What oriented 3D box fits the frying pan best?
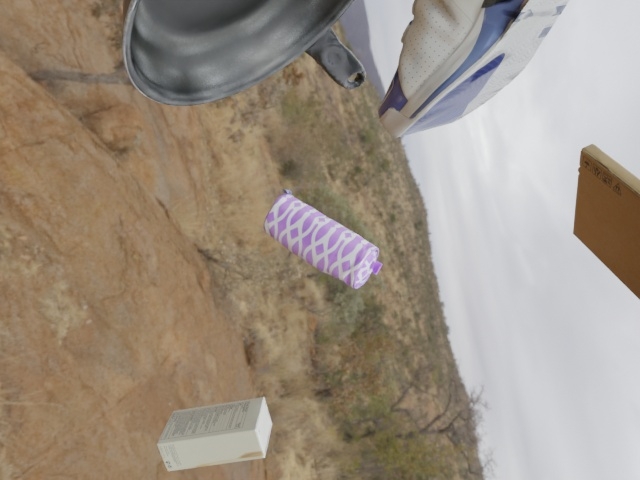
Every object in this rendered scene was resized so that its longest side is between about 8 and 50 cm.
[{"bbox_3d":[-0.002,-0.178,0.362,0.053,0.197,0.326,54,39,4],"label":"frying pan"}]

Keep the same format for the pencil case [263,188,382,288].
[{"bbox_3d":[0.000,0.000,0.860,0.086,0.206,0.088,-58,160,4],"label":"pencil case"}]

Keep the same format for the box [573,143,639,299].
[{"bbox_3d":[0.390,-0.004,0.638,0.201,0.021,0.164,-114,-179,-46],"label":"box"}]

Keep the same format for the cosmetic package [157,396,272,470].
[{"bbox_3d":[-0.117,0.219,0.581,0.060,0.115,0.041,-76,155,-69],"label":"cosmetic package"}]

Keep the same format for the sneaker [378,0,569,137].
[{"bbox_3d":[0.144,-0.265,0.493,0.182,0.127,0.315,58,-36,17],"label":"sneaker"}]
